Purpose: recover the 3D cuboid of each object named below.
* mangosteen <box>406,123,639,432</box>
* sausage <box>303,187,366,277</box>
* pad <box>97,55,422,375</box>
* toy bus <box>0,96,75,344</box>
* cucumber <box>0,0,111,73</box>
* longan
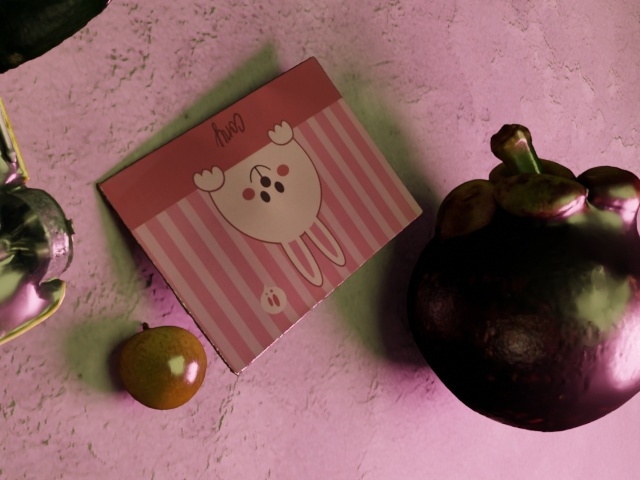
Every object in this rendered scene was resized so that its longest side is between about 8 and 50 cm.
[{"bbox_3d":[0.257,0.057,1.076,0.297,0.297,0.313,27,102,-45],"label":"mangosteen"},{"bbox_3d":[0.000,0.000,0.956,0.076,0.076,0.141,57,43,-28],"label":"sausage"},{"bbox_3d":[-0.039,-0.038,0.892,0.299,0.005,0.202,-38,94,-40],"label":"pad"},{"bbox_3d":[-0.279,-0.085,0.568,0.144,0.152,0.330,-25,101,-44],"label":"toy bus"},{"bbox_3d":[-0.193,-0.163,0.621,0.063,0.243,0.115,50,57,-29],"label":"cucumber"},{"bbox_3d":[-0.133,0.099,0.792,0.075,0.075,0.083,9,36,-50],"label":"longan"}]
